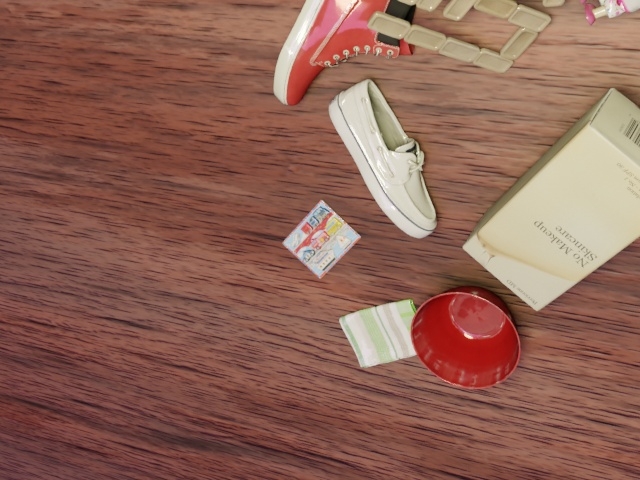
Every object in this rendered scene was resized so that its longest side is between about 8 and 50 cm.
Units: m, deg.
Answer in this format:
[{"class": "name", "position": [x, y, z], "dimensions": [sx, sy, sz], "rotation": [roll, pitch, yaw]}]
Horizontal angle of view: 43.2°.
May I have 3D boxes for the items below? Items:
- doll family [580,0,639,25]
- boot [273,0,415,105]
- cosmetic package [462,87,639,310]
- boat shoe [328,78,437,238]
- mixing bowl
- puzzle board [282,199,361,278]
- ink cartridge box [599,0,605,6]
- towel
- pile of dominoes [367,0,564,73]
[{"class": "doll family", "position": [0.356, -0.374, 0.944], "dimensions": [0.163, 0.118, 0.263], "rotation": [-17, 108, 32]}, {"class": "boot", "position": [0.041, -0.284, 1.241], "dimensions": [0.176, 0.088, 0.244], "rotation": [32, 121, 6]}, {"class": "cosmetic package", "position": [0.357, -0.047, 1.141], "dimensions": [0.160, 0.113, 0.309], "rotation": [40, 141, 4]}, {"class": "boat shoe", "position": [0.119, -0.130, 1.279], "dimensions": [0.088, 0.096, 0.268], "rotation": [-29, 92, 38]}, {"class": "mixing bowl", "position": [0.251, 0.144, 1.346], "dimensions": [0.181, 0.098, 0.182], "rotation": [11, 120, 21]}, {"class": "puzzle board", "position": [0.000, 0.000, 1.446], "dimensions": [0.096, 0.011, 0.128], "rotation": [44, 125, 0]}, {"class": "ink cartridge box", "position": [0.434, -0.489, 0.958], "dimensions": [0.324, 0.071, 0.330], "rotation": [-19, 109, 32]}, {"class": "towel", "position": [0.118, 0.171, 1.469], "dimensions": [0.152, 0.023, 0.113], "rotation": [-18, 107, 31]}, {"class": "pile of dominoes", "position": [0.199, -0.333, 1.082], "dimensions": [0.251, 0.040, 0.196], "rotation": [12, 145, -24]}]
